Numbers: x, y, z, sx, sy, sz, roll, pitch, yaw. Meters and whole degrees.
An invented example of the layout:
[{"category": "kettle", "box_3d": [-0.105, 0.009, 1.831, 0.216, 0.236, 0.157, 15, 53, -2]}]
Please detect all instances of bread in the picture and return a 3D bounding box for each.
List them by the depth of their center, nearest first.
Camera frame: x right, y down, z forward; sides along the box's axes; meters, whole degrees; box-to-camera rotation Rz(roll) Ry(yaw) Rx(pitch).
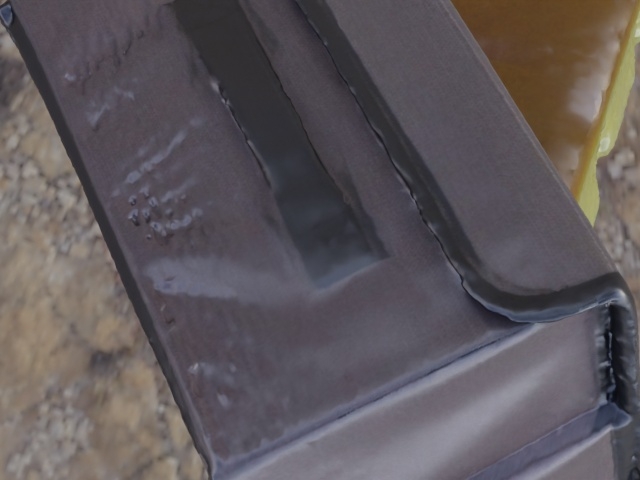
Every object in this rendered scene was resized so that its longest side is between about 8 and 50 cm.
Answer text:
[{"category": "bread", "box_3d": [0.081, -0.057, 0.887, 0.138, 0.361, 0.077, 11, 154, 21]}]

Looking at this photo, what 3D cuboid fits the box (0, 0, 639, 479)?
[{"category": "box", "box_3d": [0.000, 0.000, 0.663, 0.153, 0.252, 0.188, -26, 147, -3]}]
